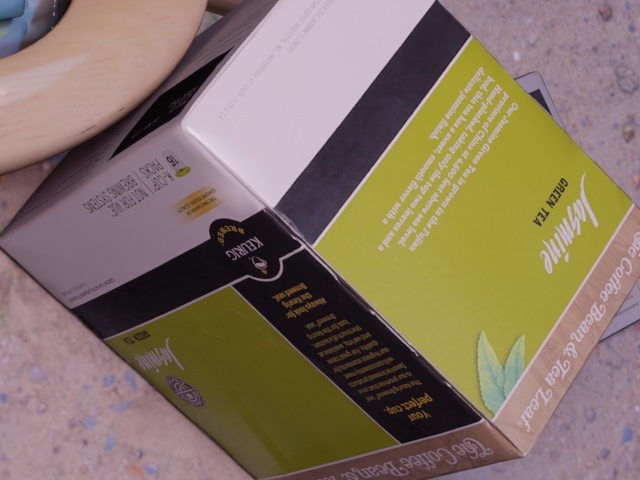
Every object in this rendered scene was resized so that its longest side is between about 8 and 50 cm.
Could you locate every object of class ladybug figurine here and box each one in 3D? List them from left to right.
[{"bbox_3d":[-0.291,-0.160,1.365,0.449,0.162,0.305,-7,68,-19],"label":"ladybug figurine"}]

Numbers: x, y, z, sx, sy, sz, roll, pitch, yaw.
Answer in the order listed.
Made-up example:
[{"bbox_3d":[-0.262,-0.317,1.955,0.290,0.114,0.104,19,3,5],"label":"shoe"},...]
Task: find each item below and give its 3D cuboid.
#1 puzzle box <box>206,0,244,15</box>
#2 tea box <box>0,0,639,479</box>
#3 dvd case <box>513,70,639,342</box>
[{"bbox_3d":[-0.122,-0.333,1.600,0.409,0.052,0.272,13,70,-26],"label":"puzzle box"},{"bbox_3d":[0.000,0.000,1.417,0.323,0.329,0.220,45,60,-13],"label":"tea box"},{"bbox_3d":[0.168,-0.010,1.691,0.179,0.029,0.238,-25,90,-33],"label":"dvd case"}]
